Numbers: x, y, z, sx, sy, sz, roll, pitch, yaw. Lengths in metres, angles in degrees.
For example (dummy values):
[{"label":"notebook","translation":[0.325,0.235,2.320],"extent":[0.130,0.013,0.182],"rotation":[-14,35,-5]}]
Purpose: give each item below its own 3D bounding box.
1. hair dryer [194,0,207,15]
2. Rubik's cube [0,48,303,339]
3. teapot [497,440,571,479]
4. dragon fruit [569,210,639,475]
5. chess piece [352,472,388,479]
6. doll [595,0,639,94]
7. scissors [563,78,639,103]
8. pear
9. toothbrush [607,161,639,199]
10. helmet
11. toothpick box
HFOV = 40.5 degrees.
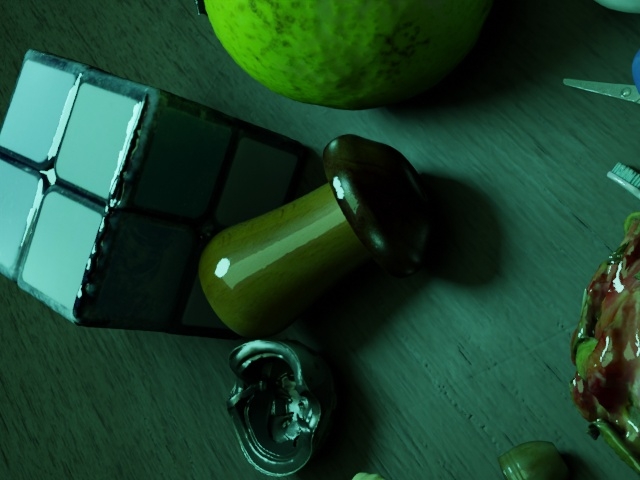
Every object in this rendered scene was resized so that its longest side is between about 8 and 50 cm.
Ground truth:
[{"label":"hair dryer","translation":[-0.304,-0.482,1.507],"extent":[0.312,0.123,0.341],"rotation":[-45,68,34]},{"label":"Rubik's cube","translation":[-0.264,-0.059,1.237],"extent":[0.313,0.318,0.316],"rotation":[22,93,37]},{"label":"teapot","translation":[0.242,0.276,0.964],"extent":[0.080,0.085,0.110],"rotation":[-29,93,5]},{"label":"dragon fruit","translation":[0.356,0.072,0.777],"extent":[0.296,0.314,0.263],"rotation":[-48,40,10]},{"label":"chess piece","translation":[0.099,0.321,1.053],"extent":[0.122,0.066,0.066],"rotation":[-2,80,31]},{"label":"doll","translation":[0.440,-0.188,0.812],"extent":[0.376,0.187,0.366],"rotation":[-21,62,48]},{"label":"scissors","translation":[0.360,-0.164,0.979],"extent":[0.189,0.015,0.100],"rotation":[21,92,40]},{"label":"pear","translation":[0.025,-0.340,1.044],"extent":[0.391,0.391,0.391],"rotation":[-8,76,36]},{"label":"toothbrush","translation":[0.413,-0.011,0.902],"extent":[0.269,0.021,0.027],"rotation":[39,110,35]},{"label":"helmet","translation":[-0.040,0.210,1.152],"extent":[0.153,0.107,0.177],"rotation":[12,107,36]},{"label":"toothpick box","translation":[0.000,0.000,1.090],"extent":[0.294,0.192,0.192],"rotation":[-32,63,19]}]
